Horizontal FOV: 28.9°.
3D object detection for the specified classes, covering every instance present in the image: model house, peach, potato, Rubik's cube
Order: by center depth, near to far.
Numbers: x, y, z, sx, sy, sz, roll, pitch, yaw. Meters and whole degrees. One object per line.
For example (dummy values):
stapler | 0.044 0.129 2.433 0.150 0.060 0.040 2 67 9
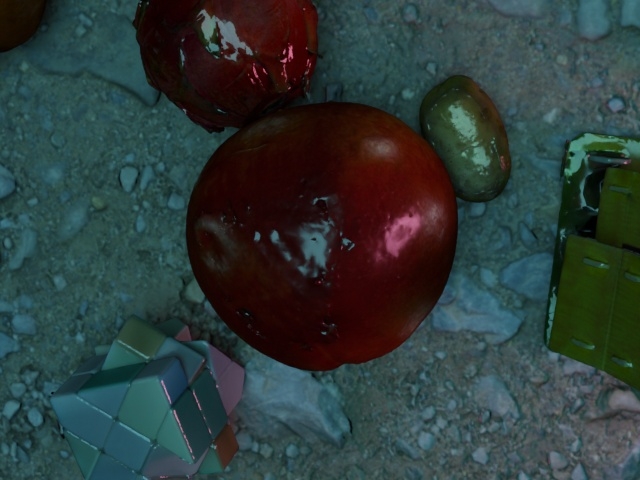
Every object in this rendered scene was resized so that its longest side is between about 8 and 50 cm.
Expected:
model house | 0.454 0.047 1.500 0.340 0.323 0.300 8 101 7
peach | 0.000 0.000 1.538 0.370 0.370 0.370 1 99 8
potato | 0.191 -0.131 1.632 0.107 0.080 0.171 -25 100 10
Rubik's cube | -0.230 0.218 1.692 0.224 0.213 0.265 -11 109 24

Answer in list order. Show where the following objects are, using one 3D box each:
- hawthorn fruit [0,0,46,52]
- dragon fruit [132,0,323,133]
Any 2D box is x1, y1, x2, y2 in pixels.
hawthorn fruit | -0.455 -0.328 1.638 0.211 0.211 0.299 3 113 8
dragon fruit | -0.120 -0.264 1.585 0.240 0.241 0.252 -15 65 10
